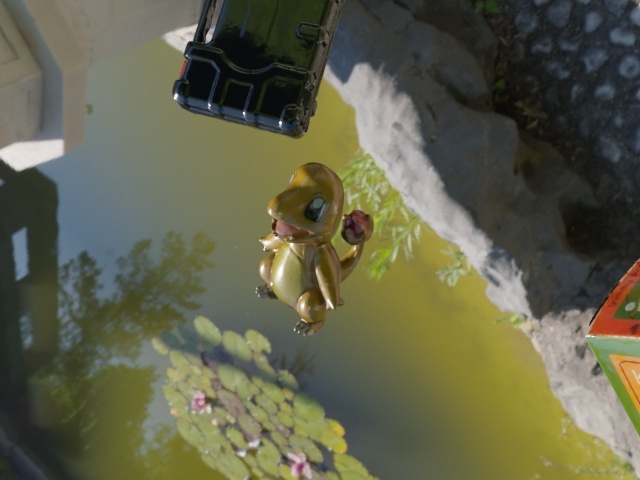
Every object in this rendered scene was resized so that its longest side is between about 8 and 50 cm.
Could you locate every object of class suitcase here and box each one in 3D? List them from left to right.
[{"bbox_3d":[-0.080,-0.305,0.931,0.206,0.066,0.285,16,88,12],"label":"suitcase"}]

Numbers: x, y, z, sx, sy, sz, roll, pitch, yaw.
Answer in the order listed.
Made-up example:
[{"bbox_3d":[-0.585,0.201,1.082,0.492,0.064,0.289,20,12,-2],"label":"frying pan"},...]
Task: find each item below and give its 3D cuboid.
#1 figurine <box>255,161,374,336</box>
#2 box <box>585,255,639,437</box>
[{"bbox_3d":[0.003,-0.003,0.634,0.121,0.122,0.176,43,147,34],"label":"figurine"},{"bbox_3d":[0.272,0.051,0.293,0.148,0.177,0.195,58,160,-8],"label":"box"}]
